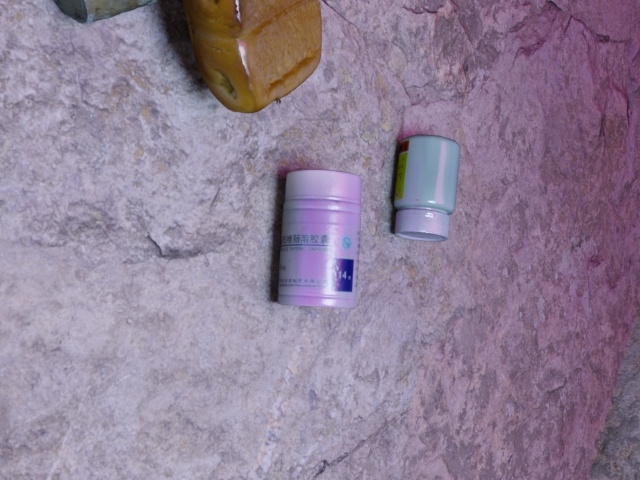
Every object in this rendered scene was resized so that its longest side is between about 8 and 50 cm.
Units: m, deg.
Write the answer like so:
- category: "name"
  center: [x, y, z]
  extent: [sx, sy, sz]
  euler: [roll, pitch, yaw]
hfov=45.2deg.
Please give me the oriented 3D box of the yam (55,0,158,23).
- category: "yam"
  center: [-0.317, -0.394, 1.161]
  extent: [0.194, 0.107, 0.107]
  euler: [-38, 116, -41]

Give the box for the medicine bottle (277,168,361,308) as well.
- category: "medicine bottle"
  center: [0.000, 0.000, 1.467]
  extent: [0.152, 0.152, 0.253]
  euler: [7, 84, -48]

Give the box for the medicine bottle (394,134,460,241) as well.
- category: "medicine bottle"
  center: [0.239, -0.118, 1.743]
  extent: [0.139, 0.139, 0.225]
  euler: [16, 77, -47]

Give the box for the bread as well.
- category: "bread"
  center: [-0.117, -0.400, 1.312]
  extent: [0.337, 0.148, 0.327]
  euler: [-52, 146, -49]
